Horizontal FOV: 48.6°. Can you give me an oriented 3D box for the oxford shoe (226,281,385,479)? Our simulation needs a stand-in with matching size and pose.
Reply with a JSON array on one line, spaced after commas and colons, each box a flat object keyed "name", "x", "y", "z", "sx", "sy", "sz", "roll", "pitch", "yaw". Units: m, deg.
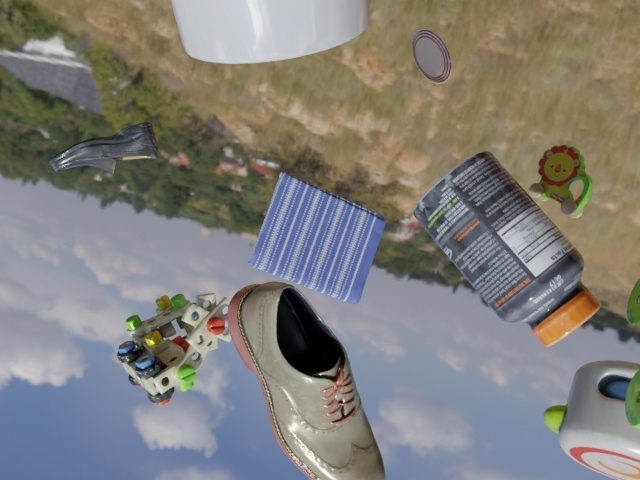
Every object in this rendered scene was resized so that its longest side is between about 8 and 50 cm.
[{"name": "oxford shoe", "x": -0.003, "y": 0.212, "z": 0.952, "sx": 0.123, "sy": 0.348, "sz": 0.130, "roll": -37, "pitch": -172, "yaw": -31}]

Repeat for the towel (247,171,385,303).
[{"name": "towel", "x": 0.000, "y": 0.000, "z": 1.748, "sx": 0.336, "sy": 0.243, "sz": 0.040, "roll": 23, "pitch": 172, "yaw": -30}]

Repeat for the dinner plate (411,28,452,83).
[{"name": "dinner plate", "x": 0.270, "y": -0.450, "z": 1.735, "sx": 0.141, "sy": 0.141, "sz": 0.017, "roll": 15, "pitch": 160, "yaw": -37}]

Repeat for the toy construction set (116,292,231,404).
[{"name": "toy construction set", "x": -0.266, "y": 0.190, "z": 1.336, "sx": 0.215, "sy": 0.151, "sz": 0.328, "roll": -31, "pitch": -171, "yaw": -26}]

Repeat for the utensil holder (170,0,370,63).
[{"name": "utensil holder", "x": -0.092, "y": -0.491, "z": 1.030, "sx": 0.328, "sy": 0.385, "sz": 0.327, "roll": -7, "pitch": -149, "yaw": 4}]

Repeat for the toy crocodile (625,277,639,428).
[{"name": "toy crocodile", "x": 0.411, "y": 0.122, "z": 0.775, "sx": 0.115, "sy": 0.340, "sz": 0.105, "roll": 17, "pitch": 141, "yaw": 4}]

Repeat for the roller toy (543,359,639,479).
[{"name": "roller toy", "x": 0.464, "y": 0.267, "z": 1.047, "sx": 0.209, "sy": 0.146, "sz": 0.191, "roll": 28, "pitch": 157, "yaw": -10}]

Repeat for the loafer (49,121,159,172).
[{"name": "loafer", "x": -0.342, "y": -0.136, "z": 1.129, "sx": 0.170, "sy": 0.061, "sz": 0.062, "roll": -20, "pitch": -172, "yaw": -9}]

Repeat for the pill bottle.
[{"name": "pill bottle", "x": 0.242, "y": 0.015, "z": 0.905, "sx": 0.245, "sy": 0.130, "sz": 0.130, "roll": 52, "pitch": -171, "yaw": 12}]

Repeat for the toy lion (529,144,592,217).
[{"name": "toy lion", "x": 0.375, "y": -0.096, "z": 1.089, "sx": 0.034, "sy": 0.096, "sz": 0.100, "roll": 14, "pitch": -162, "yaw": -45}]
